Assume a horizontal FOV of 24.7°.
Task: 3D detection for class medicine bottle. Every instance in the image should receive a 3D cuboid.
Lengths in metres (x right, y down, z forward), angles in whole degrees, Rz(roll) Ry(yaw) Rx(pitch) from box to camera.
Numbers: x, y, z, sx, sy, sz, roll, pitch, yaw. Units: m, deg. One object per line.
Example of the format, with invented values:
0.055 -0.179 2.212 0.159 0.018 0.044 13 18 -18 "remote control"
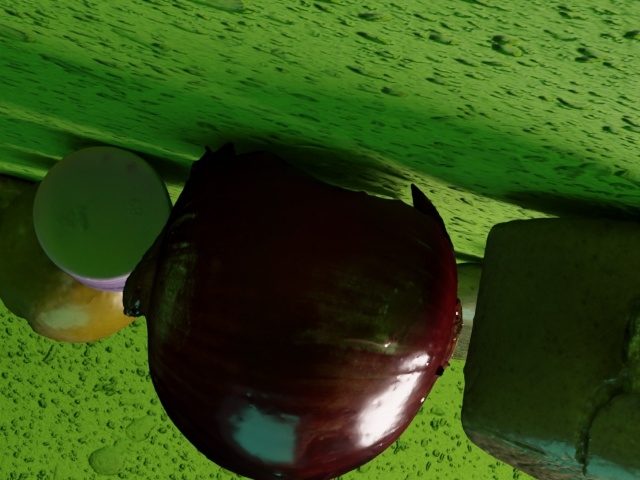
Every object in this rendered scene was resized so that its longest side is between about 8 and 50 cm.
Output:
-0.243 -0.018 1.696 0.152 0.152 0.254 14 174 -2 "medicine bottle"

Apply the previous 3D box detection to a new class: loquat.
-0.312 0.016 1.924 0.244 0.243 0.244 14 174 1 "loquat"

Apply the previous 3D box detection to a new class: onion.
-0.021 0.078 1.387 0.341 0.341 0.341 14 174 1 "onion"

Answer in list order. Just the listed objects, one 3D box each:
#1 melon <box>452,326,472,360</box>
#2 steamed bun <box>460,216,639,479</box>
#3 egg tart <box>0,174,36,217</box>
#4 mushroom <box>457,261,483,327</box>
0.208 0.121 2.181 0.167 0.114 0.114 9 175 -5 "melon"
0.274 0.096 1.216 0.301 0.251 0.199 10 163 6 "steamed bun"
-0.483 -0.034 2.311 0.288 0.118 0.288 12 172 2 "egg tart"
0.278 0.087 1.840 0.333 0.087 0.107 11 179 -8 "mushroom"
